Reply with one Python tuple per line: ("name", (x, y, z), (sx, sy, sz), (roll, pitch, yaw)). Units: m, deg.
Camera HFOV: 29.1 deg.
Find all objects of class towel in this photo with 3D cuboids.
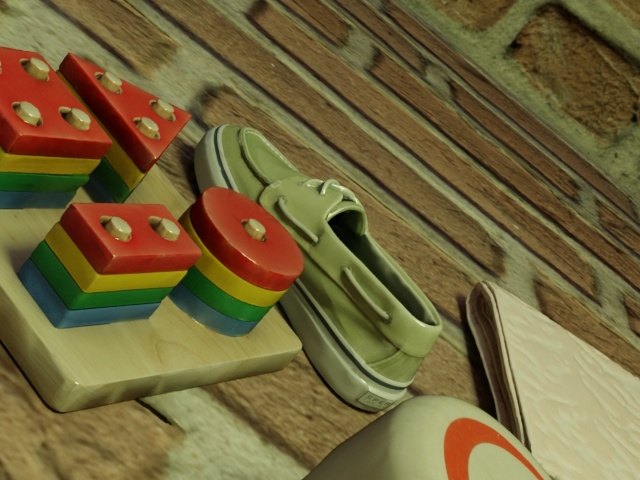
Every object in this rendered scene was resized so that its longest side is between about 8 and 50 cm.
("towel", (0.283, 0.203, 1.158), (0.332, 0.053, 0.317), (35, 23, -16))

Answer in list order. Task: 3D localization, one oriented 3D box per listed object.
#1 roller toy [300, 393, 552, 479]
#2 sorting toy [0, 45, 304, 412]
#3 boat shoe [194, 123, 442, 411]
("roller toy", (0.058, 0.195, 0.652), (0.209, 0.146, 0.191), (44, 22, -21))
("sorting toy", (-0.138, -0.026, 0.825), (0.257, 0.089, 0.255), (49, 22, 20))
("boat shoe", (0.000, 0.000, 1.005), (0.109, 0.094, 0.302), (12, 36, -52))
